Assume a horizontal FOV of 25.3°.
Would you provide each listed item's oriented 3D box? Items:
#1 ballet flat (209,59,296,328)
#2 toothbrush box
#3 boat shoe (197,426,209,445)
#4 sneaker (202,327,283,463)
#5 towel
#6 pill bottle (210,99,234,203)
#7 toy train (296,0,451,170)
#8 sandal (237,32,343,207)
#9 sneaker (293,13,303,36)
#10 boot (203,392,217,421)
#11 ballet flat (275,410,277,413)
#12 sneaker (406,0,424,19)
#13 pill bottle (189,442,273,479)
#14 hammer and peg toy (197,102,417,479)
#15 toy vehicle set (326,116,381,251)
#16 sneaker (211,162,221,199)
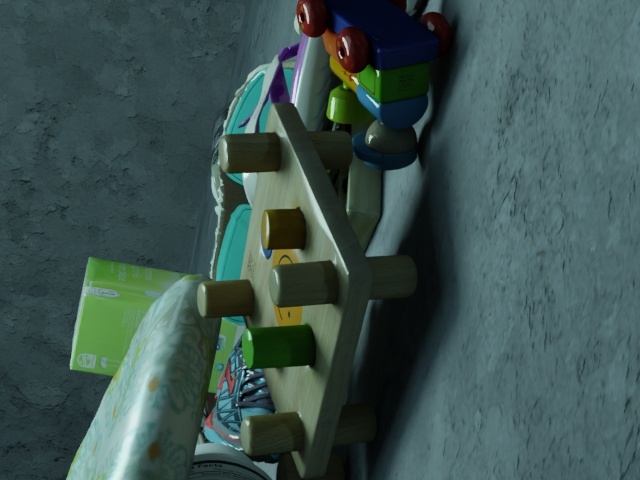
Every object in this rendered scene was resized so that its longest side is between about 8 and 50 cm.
[{"bbox_3d":[-0.070,-0.073,1.952,0.147,0.147,0.409,-97,19,-61],"label":"ballet flat"},{"bbox_3d":[-0.219,0.128,2.118,0.206,0.283,0.122,-113,36,-74],"label":"toothbrush box"},{"bbox_3d":[-0.164,0.346,2.173,0.335,0.095,0.112,-164,89,-78],"label":"boat shoe"},{"bbox_3d":[-0.088,0.185,1.828,0.262,0.104,0.125,-102,26,-66],"label":"sneaker"},{"bbox_3d":[-0.210,0.258,1.482,0.374,0.090,0.320,122,162,-44],"label":"towel"},{"bbox_3d":[-0.105,-0.142,2.206,0.245,0.130,0.130,-97,19,-60],"label":"pill bottle"},{"bbox_3d":[0.028,-0.180,1.385,0.248,0.105,0.143,-132,35,-50],"label":"toy train"},{"bbox_3d":[-0.048,-0.100,1.575,0.169,0.102,0.416,-65,-12,-68],"label":"sandal"},{"bbox_3d":[0.020,-0.340,1.923,0.086,0.064,0.192,-114,38,-50],"label":"sneaker"},{"bbox_3d":[-0.147,0.202,2.313,0.248,0.090,0.207,119,147,-59],"label":"boot"},{"bbox_3d":[-0.031,0.217,1.648,0.114,0.041,0.041,-120,41,-77],"label":"ballet flat"},{"bbox_3d":[0.042,-0.316,1.414,0.281,0.162,0.106,116,162,-58],"label":"sneaker"},{"bbox_3d":[-0.120,0.357,1.572,0.323,0.181,0.181,-103,26,-69],"label":"pill bottle"},{"bbox_3d":[-0.034,0.081,1.341,0.266,0.127,0.361,-113,27,-45],"label":"hammer and peg toy"},{"bbox_3d":[0.032,-0.084,1.608,0.166,0.035,0.267,112,165,-50],"label":"toy vehicle set"},{"bbox_3d":[-0.072,-0.025,2.079,0.083,0.118,0.222,-97,-10,-60],"label":"sneaker"}]
